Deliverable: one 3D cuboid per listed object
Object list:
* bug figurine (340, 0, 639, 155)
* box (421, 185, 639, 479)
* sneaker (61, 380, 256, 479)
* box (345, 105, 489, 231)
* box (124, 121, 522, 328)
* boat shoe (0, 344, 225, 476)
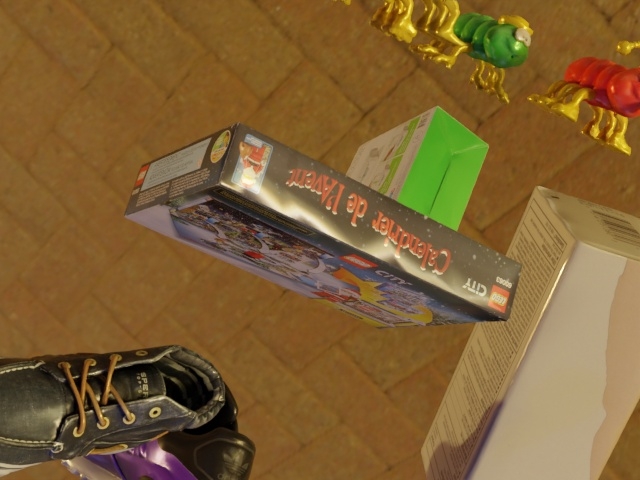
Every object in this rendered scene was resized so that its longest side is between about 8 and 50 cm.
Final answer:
[{"bbox_3d":[0.120,-0.160,0.792,0.279,0.072,0.216,23,-174,-36],"label":"bug figurine"},{"bbox_3d":[0.210,0.125,1.006,0.121,0.148,0.311,16,112,-11],"label":"box"},{"bbox_3d":[-0.143,0.179,0.994,0.102,0.146,0.293,32,173,-34],"label":"sneaker"},{"bbox_3d":[0.122,-0.058,1.772,0.127,0.262,0.231,34,151,-20],"label":"box"},{"bbox_3d":[0.000,0.000,0.750,0.233,0.044,0.159,25,161,-26],"label":"box"},{"bbox_3d":[-0.130,0.086,0.598,0.083,0.183,0.065,-22,76,22],"label":"boat shoe"}]
